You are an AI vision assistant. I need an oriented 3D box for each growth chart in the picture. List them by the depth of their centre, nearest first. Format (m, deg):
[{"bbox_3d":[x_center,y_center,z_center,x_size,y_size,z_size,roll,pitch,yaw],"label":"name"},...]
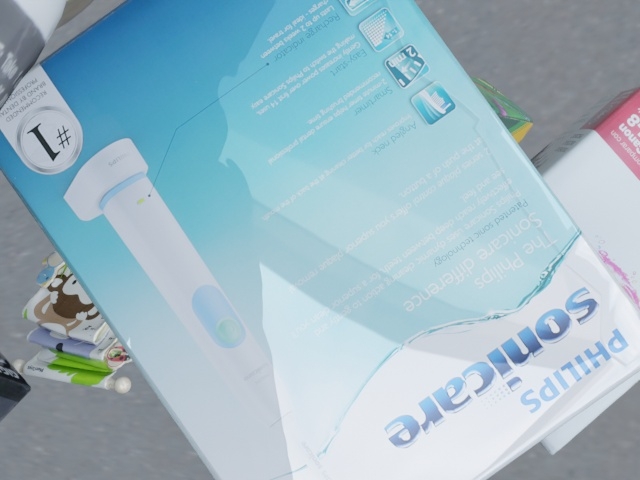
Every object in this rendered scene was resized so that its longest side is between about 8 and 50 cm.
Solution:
[{"bbox_3d":[-0.214,0.040,1.773,0.021,0.172,0.237,50,50,-46],"label":"growth chart"}]

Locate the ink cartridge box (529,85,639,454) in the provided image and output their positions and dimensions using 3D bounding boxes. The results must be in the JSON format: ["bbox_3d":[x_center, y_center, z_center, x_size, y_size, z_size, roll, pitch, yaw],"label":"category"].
[{"bbox_3d":[0.150,0.016,1.065,0.176,0.128,0.127,-41,93,-1],"label":"ink cartridge box"}]

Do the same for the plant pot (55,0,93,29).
[{"bbox_3d":[-0.312,-0.291,1.612,0.323,0.280,0.323,1,79,-6],"label":"plant pot"}]

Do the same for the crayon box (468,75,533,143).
[{"bbox_3d":[0.085,-0.042,1.862,0.081,0.165,0.278,41,103,15],"label":"crayon box"}]

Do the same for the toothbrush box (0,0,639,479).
[{"bbox_3d":[0.000,0.000,0.935,0.216,0.126,0.295,-37,83,2],"label":"toothbrush box"}]

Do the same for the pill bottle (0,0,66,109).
[{"bbox_3d":[-0.223,-0.075,0.679,0.204,0.204,0.361,36,83,-17],"label":"pill bottle"}]

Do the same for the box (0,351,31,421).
[{"bbox_3d":[-0.431,0.189,1.583,0.293,0.295,0.073,-47,67,3],"label":"box"}]
